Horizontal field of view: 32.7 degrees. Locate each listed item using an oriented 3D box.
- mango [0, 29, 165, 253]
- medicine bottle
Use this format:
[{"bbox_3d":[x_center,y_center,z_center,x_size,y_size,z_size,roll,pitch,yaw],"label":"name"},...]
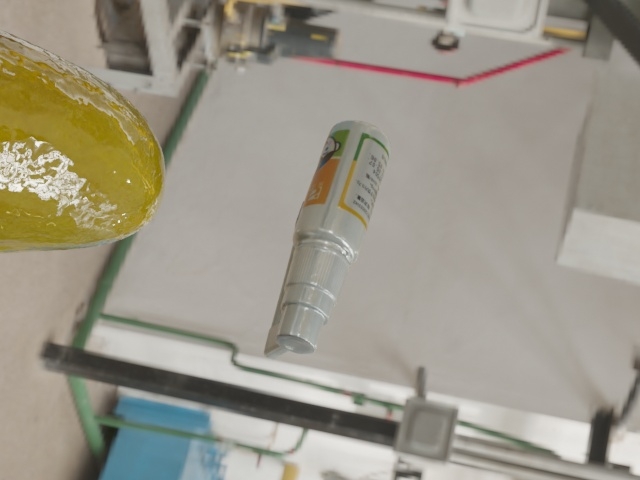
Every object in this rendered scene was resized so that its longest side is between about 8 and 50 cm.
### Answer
[{"bbox_3d":[-0.246,-0.067,0.683,0.195,0.332,0.142,-37,-127,57],"label":"mango"},{"bbox_3d":[0.000,0.000,0.978,0.092,0.061,0.220,-32,-146,54],"label":"medicine bottle"}]
